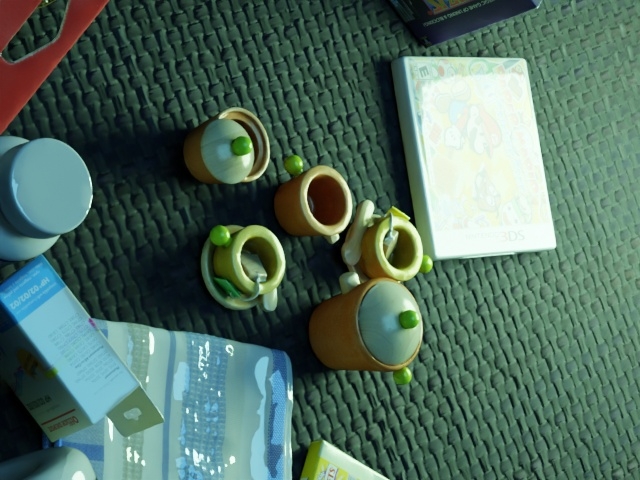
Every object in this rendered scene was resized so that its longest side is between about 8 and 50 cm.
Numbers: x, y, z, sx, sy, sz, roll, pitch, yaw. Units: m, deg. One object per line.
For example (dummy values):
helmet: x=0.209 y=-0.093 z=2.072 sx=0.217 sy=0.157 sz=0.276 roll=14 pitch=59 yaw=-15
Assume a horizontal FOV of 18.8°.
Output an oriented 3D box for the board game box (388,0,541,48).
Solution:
board game box: x=0.141 y=-0.293 z=2.093 sx=0.141 sy=0.170 sz=0.048 roll=50 pitch=50 yaw=-22

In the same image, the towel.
towel: x=-0.137 y=0.185 z=1.824 sx=0.285 sy=0.034 sz=0.209 roll=13 pitch=71 yaw=-39

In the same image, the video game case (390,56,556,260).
video game case: x=0.175 y=-0.094 z=2.176 sx=0.206 sy=0.026 sz=0.227 roll=-4 pitch=83 yaw=-43

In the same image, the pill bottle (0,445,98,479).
pill bottle: x=-0.223 y=0.356 z=1.602 sx=0.188 sy=0.188 sz=0.334 roll=-26 pitch=99 yaw=-42

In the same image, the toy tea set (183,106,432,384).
toy tea set: x=0.000 y=0.000 z=1.928 sx=0.336 sy=0.124 sz=0.200 roll=32 pitch=60 yaw=-33

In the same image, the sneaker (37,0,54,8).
sneaker: x=-0.326 y=-0.254 z=1.741 sx=0.192 sy=0.064 sz=0.086 roll=-6 pitch=71 yaw=-39

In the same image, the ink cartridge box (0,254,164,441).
ink cartridge box: x=-0.227 y=0.110 z=1.685 sx=0.061 sy=0.104 sz=0.181 roll=-40 pitch=97 yaw=-30

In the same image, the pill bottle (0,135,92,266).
pill bottle: x=-0.278 y=-0.031 z=1.644 sx=0.108 sy=0.180 sz=0.108 roll=12 pitch=72 yaw=-40

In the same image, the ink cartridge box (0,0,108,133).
ink cartridge box: x=-0.302 y=-0.231 z=1.641 sx=0.261 sy=0.066 sz=0.296 roll=37 pitch=94 yaw=-29

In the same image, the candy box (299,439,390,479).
candy box: x=0.006 y=0.314 z=1.928 sx=0.105 sy=0.027 sz=0.206 roll=33 pitch=60 yaw=-30
